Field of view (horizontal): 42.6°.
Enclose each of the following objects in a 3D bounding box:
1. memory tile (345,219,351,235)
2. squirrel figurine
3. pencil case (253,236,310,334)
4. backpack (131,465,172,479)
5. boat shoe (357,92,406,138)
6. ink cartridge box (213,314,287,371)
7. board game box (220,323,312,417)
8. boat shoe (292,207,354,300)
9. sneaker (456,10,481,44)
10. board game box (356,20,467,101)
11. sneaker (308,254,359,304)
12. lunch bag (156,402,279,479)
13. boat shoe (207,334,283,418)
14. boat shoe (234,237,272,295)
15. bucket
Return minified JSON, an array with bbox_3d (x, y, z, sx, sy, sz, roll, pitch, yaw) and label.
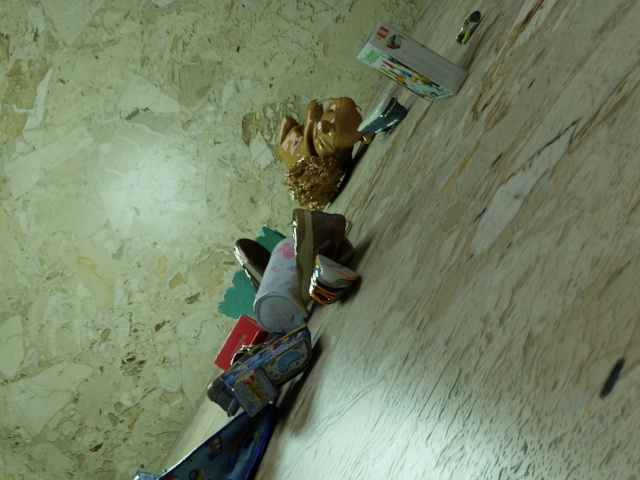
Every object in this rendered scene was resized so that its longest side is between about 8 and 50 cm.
[{"bbox_3d":[0.033,0.017,2.017,0.148,0.012,0.113,-60,5,7],"label":"memory tile"},{"bbox_3d":[0.025,-0.289,2.751,0.370,0.281,0.397,-23,51,65],"label":"squirrel figurine"},{"bbox_3d":[-0.074,0.099,1.910,0.273,0.124,0.114,-77,-16,-59],"label":"pencil case"},{"bbox_3d":[-0.362,0.581,1.863,0.117,0.173,0.158,-61,4,-2],"label":"backpack"},{"bbox_3d":[0.170,-0.332,2.235,0.095,0.079,0.254,-59,7,-15],"label":"boat shoe"},{"bbox_3d":[-0.166,0.248,1.932,0.134,0.078,0.231,-60,-15,2],"label":"ink cartridge box"},{"bbox_3d":[-0.092,0.239,1.469,0.194,0.060,0.194,-33,6,2],"label":"board game box"},{"bbox_3d":[0.009,0.032,1.691,0.342,0.123,0.123,88,175,-63],"label":"boat shoe"},{"bbox_3d":[0.319,-0.464,1.771,0.083,0.031,0.035,-56,6,42],"label":"sneaker"},{"bbox_3d":[0.177,-0.357,1.669,0.053,0.193,0.305,-60,5,5],"label":"board game box"},{"bbox_3d":[0.017,0.079,1.497,0.083,0.084,0.215,-61,-5,-2],"label":"sneaker"},{"bbox_3d":[-0.192,0.419,1.483,0.293,0.138,0.221,-50,-7,-48],"label":"lunch bag"},{"bbox_3d":[-0.143,0.269,1.726,0.117,0.096,0.324,-58,-3,22],"label":"boat shoe"},{"bbox_3d":[-0.145,0.103,2.064,0.095,0.257,0.095,-6,-47,-45],"label":"boat shoe"},{"bbox_3d":[-0.145,0.115,2.266,0.281,0.183,0.281,-59,5,9],"label":"bucket"}]
